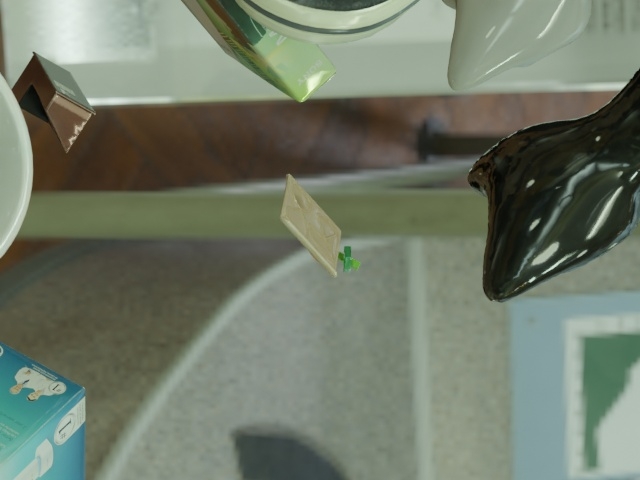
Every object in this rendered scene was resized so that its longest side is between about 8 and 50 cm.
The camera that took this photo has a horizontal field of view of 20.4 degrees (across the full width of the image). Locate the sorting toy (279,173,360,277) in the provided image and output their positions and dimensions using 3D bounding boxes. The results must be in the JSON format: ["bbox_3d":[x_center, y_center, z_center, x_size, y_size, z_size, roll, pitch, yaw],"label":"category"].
[{"bbox_3d":[0.000,0.000,1.183,0.083,0.012,0.062,48,22,-24],"label":"sorting toy"}]

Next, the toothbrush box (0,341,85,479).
[{"bbox_3d":[-0.360,0.271,1.694,0.295,0.126,0.216,-47,153,-41],"label":"toothbrush box"}]

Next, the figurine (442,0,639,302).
[{"bbox_3d":[0.132,-0.101,0.740,0.092,0.209,0.215,32,34,-30],"label":"figurine"}]

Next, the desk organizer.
[{"bbox_3d":[-0.269,-0.138,1.773,0.047,0.130,0.050,29,101,-28],"label":"desk organizer"}]

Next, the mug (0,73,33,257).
[{"bbox_3d":[-0.216,-0.004,0.740,0.113,0.169,0.150,24,67,-34],"label":"mug"}]

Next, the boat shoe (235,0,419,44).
[{"bbox_3d":[0.075,-0.354,1.206,0.500,0.187,0.156,-60,169,-21],"label":"boat shoe"}]

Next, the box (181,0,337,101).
[{"bbox_3d":[-0.134,-0.290,1.774,0.058,0.232,0.322,-44,119,-3],"label":"box"}]
